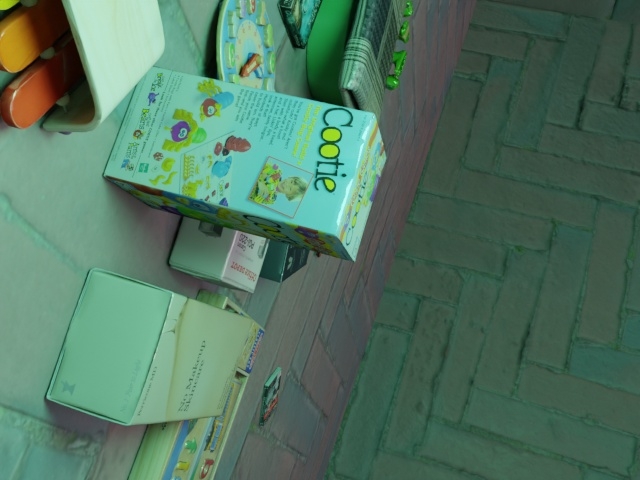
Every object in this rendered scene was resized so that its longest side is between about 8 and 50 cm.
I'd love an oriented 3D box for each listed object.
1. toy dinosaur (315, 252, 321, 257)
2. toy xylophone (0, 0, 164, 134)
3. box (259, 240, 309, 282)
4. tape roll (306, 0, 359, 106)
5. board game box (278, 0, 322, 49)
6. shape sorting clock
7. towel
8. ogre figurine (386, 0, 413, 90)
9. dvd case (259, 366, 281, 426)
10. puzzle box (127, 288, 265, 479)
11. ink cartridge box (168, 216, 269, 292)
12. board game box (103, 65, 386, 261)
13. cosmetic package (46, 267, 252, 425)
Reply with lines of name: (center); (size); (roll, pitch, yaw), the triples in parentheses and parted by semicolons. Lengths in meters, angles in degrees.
toy dinosaur: (0.000, 0.000, 1.756); (0.090, 0.047, 0.082); (27, 86, -42)
toy xylophone: (-0.198, -0.249, 0.597); (0.236, 0.081, 0.322); (-60, 160, -46)
box: (-0.074, -0.023, 1.288); (0.158, 0.093, 0.155); (-34, 137, -71)
tape roll: (0.062, -0.434, 1.431); (0.321, 0.077, 0.321); (15, 90, -77)
board game box: (-0.020, -0.442, 1.204); (0.126, 0.026, 0.186); (59, 48, -71)
shape sorting clock: (-0.101, -0.260, 1.010); (0.206, 0.040, 0.206); (6, 90, -75)
towel: (0.101, -0.390, 1.363); (0.324, 0.056, 0.312); (29, 74, -77)
ogre figurine: (0.142, -0.456, 1.630); (0.197, 0.118, 0.096); (89, 25, -44)
dvd case: (-0.119, 0.375, 1.687); (0.087, 0.013, 0.119); (-47, 150, -62)
puzzle box: (-0.210, 0.309, 1.188); (0.272, 0.052, 0.408); (65, 42, -70)
ink cartridge box: (-0.130, -0.041, 1.058); (0.158, 0.092, 0.217); (43, 64, -74)
board game box: (-0.079, -0.087, 0.823); (0.142, 0.275, 0.144); (51, 55, -73)
cosmetic package: (-0.204, 0.146, 0.923); (0.309, 0.113, 0.160); (45, 61, -75)
